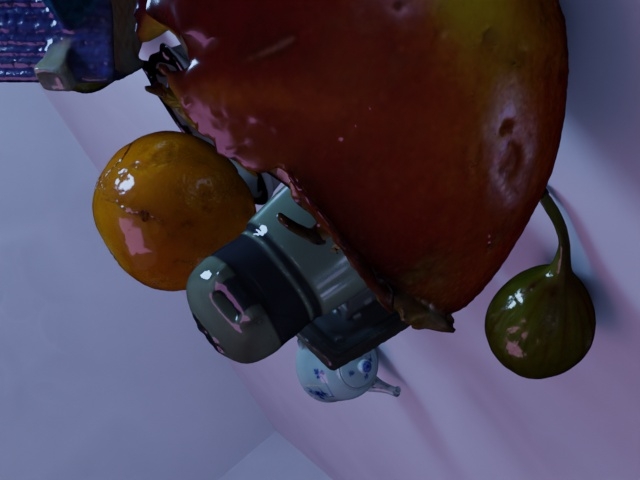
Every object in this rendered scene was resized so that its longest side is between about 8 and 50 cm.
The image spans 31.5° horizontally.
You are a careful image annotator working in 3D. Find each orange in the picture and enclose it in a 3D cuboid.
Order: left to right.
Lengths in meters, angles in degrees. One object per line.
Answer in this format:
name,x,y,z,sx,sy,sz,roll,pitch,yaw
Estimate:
orange,-0.214,-0.044,1.657,0.240,0.240,0.240,47,165,17

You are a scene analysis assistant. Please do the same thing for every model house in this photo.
model house,-0.371,-0.360,1.573,0.245,0.280,0.312,4,151,13

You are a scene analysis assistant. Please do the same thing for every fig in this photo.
fig,0.247,0.042,1.235,0.124,0.124,0.236,37,136,42

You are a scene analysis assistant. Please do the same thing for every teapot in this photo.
teapot,0.045,0.232,2.156,0.232,0.159,0.159,35,174,-28

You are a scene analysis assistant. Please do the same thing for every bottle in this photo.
bottle,-0.001,0.001,1.336,0.168,0.347,0.168,48,166,15

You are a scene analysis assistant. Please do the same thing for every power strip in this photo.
power strip,0.036,0.018,1.481,0.251,0.257,0.092,45,148,27

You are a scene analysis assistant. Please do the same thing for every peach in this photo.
peach,0.036,-0.125,0.936,0.339,0.353,0.417,-120,22,-63

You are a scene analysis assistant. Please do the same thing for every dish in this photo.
dish,-0.130,-0.197,1.688,0.303,0.120,0.303,47,165,17

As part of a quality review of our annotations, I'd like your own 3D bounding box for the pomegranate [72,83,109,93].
pomegranate,-0.411,-0.386,1.994,0.204,0.276,0.222,27,125,-9
